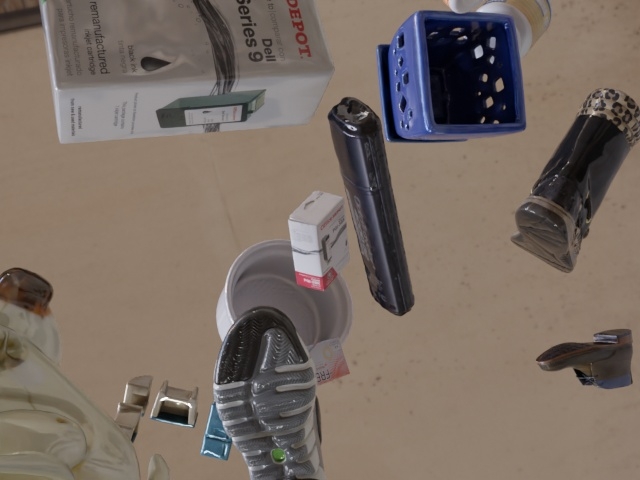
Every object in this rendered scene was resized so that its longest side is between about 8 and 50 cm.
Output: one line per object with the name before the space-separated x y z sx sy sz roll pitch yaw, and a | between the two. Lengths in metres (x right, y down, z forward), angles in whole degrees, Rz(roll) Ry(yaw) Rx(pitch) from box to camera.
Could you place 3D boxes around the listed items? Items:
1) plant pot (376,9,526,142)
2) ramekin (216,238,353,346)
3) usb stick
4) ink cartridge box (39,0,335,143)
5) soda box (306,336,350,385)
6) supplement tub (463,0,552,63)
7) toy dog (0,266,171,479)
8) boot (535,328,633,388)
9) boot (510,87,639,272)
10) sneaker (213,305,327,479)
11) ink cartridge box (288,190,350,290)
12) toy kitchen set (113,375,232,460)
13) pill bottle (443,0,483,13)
plant pot | 0.241 -0.306 1.529 0.212 0.236 0.235 -10 85 64
ramekin | -0.084 0.148 1.614 0.135 0.277 0.277 -49 53 53
usb stick | 0.061 -0.029 0.861 0.077 0.045 0.278 46 158 47
ink cartridge box | -0.152 -0.234 0.851 0.121 0.289 0.211 127 132 -64
soda box | -0.039 0.194 1.141 0.058 0.183 0.063 -25 80 38
supplement tub | 0.411 -0.472 1.701 0.144 0.199 0.144 22 137 23
toy dog | -0.406 0.210 1.001 0.408 0.396 0.284 52 131 39
boot | 0.499 0.237 1.431 0.082 0.219 0.106 175 84 -67
boot | 0.484 -0.102 1.470 0.138 0.284 0.377 30 176 23
sneaker | -0.042 0.139 0.704 0.132 0.086 0.228 -95 -2 -65
ink cartridge box | 0.000 0.000 1.295 0.056 0.099 0.135 14 130 27
toy kitchen set | -0.258 0.345 1.354 0.166 0.207 0.122 -85 9 -67
pill bottle | 0.188 -0.422 1.170 0.152 0.086 0.086 53 162 24
